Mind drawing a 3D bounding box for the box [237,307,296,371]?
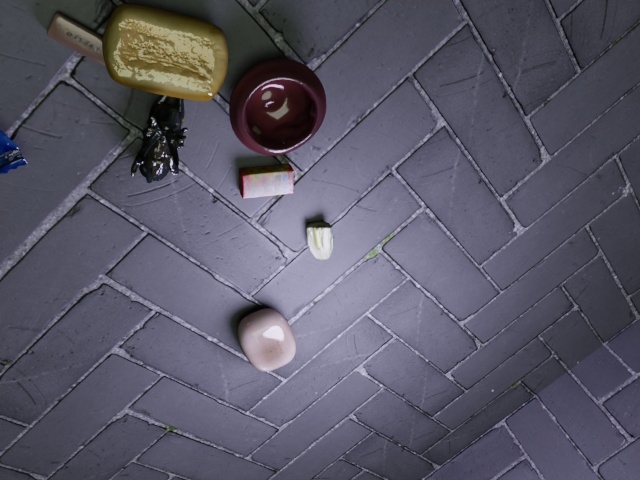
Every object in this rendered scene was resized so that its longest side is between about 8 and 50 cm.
[{"bbox_3d":[-0.145,0.273,1.443,0.146,0.088,0.200,-23,127,-7],"label":"box"}]

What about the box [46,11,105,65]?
[{"bbox_3d":[-0.420,-0.355,0.939,0.115,0.025,0.048,25,110,-32],"label":"box"}]

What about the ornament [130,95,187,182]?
[{"bbox_3d":[-0.305,-0.161,0.985,0.080,0.236,0.202,15,116,-22],"label":"ornament"}]

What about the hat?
[{"bbox_3d":[-0.088,-0.274,1.082,0.205,0.089,0.205,-7,127,-10],"label":"hat"}]

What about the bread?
[{"bbox_3d":[-0.278,-0.337,0.956,0.217,0.098,0.147,9,102,-26],"label":"bread"}]

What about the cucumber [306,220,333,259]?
[{"bbox_3d":[0.000,0.000,1.342,0.067,0.035,0.107,-2,127,2],"label":"cucumber"}]

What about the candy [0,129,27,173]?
[{"bbox_3d":[-0.689,-0.226,0.896,0.187,0.077,0.331,-28,127,-4],"label":"candy"}]

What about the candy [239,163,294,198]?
[{"bbox_3d":[-0.123,-0.134,1.198,0.121,0.038,0.062,-7,126,-16],"label":"candy"}]
